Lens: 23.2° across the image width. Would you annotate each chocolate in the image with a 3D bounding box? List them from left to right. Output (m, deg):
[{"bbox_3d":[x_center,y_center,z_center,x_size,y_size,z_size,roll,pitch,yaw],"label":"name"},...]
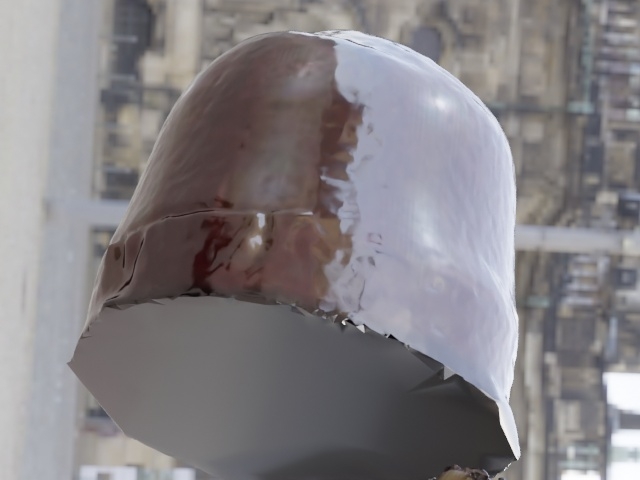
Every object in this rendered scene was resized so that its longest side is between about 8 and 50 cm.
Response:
[{"bbox_3d":[0.000,0.000,1.323,0.383,0.384,0.331,104,-2,-58],"label":"chocolate"}]

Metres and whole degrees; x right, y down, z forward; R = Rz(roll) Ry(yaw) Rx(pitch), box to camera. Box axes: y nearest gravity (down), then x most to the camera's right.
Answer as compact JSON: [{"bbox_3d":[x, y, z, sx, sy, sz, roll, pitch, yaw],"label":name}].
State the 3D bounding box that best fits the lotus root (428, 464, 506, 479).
[{"bbox_3d":[0.103,0.284,0.896,0.192,0.272,0.272,-44,179,-11],"label":"lotus root"}]
